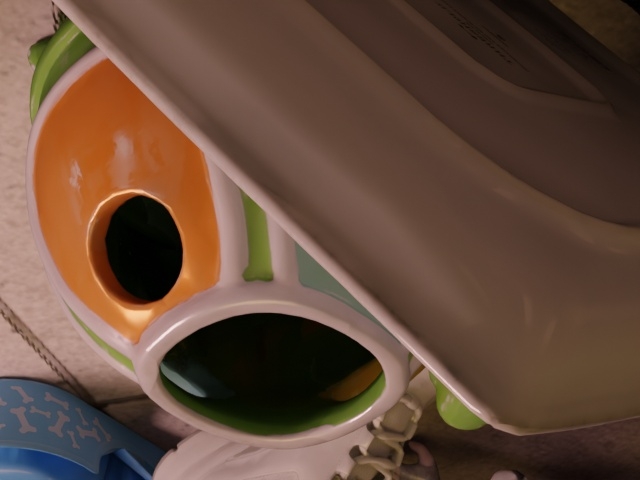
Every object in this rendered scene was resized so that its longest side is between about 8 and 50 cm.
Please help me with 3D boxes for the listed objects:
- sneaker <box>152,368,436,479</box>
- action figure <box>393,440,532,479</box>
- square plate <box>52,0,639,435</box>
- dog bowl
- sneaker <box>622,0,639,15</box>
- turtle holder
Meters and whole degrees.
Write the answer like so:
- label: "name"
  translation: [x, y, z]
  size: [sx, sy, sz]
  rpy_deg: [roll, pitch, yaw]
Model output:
- label: "sneaker"
  translation: [0.015, 0.148, 1.058]
  size: [0.297, 0.129, 0.111]
  rpy_deg: [-42, 128, 12]
- label: "action figure"
  translation: [0.204, 0.279, 1.176]
  size: [0.248, 0.276, 0.370]
  rpy_deg: [-16, 154, 20]
- label: "square plate"
  translation: [0.050, -0.068, 0.596]
  size: [0.344, 0.347, 0.049]
  rpy_deg: [0, 129, -53]
- label: "dog bowl"
  translation: [-0.197, 0.202, 1.161]
  size: [0.166, 0.074, 0.297]
  rpy_deg: [-27, 135, 23]
- label: "sneaker"
  translation: [0.180, -0.184, 0.715]
  size: [0.122, 0.146, 0.330]
  rpy_deg: [2, 175, 43]
- label: "turtle holder"
  translation: [-0.020, 0.002, 0.824]
  size: [0.243, 0.227, 0.320]
  rpy_deg: [-16, 139, 10]
